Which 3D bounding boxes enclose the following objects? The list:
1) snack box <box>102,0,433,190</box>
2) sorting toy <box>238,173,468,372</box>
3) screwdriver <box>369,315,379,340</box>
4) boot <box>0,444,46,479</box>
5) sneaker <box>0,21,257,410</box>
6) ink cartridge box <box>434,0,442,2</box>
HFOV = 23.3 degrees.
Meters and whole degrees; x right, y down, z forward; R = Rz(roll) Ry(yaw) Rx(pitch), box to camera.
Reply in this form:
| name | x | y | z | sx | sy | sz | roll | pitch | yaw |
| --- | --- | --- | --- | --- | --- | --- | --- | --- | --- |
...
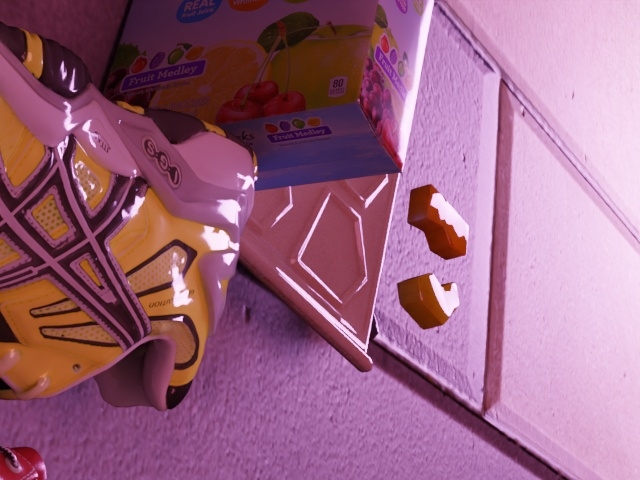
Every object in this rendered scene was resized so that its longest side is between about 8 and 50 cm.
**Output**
| name | x | y | z | sx | sy | sz | roll | pitch | yaw |
| --- | --- | --- | --- | --- | --- | --- | --- | --- | --- |
| snack box | -0.026 | -0.129 | 0.908 | 0.070 | 0.174 | 0.207 | 54 | 38 | -45 |
| sorting toy | 0.007 | -0.027 | 1.071 | 0.307 | 0.041 | 0.229 | 45 | 41 | -41 |
| screwdriver | 0.000 | 0.000 | 1.101 | 0.170 | 0.025 | 0.024 | 62 | 34 | -19 |
| boot | -0.189 | 0.092 | 0.655 | 0.176 | 0.088 | 0.244 | -49 | 134 | -55 |
| sneaker | -0.150 | -0.003 | 0.689 | 0.384 | 0.145 | 0.147 | 15 | 75 | -56 |
| ink cartridge box | 0.095 | -0.396 | 1.252 | 0.207 | 0.119 | 0.353 | 36 | 53 | -53 |
